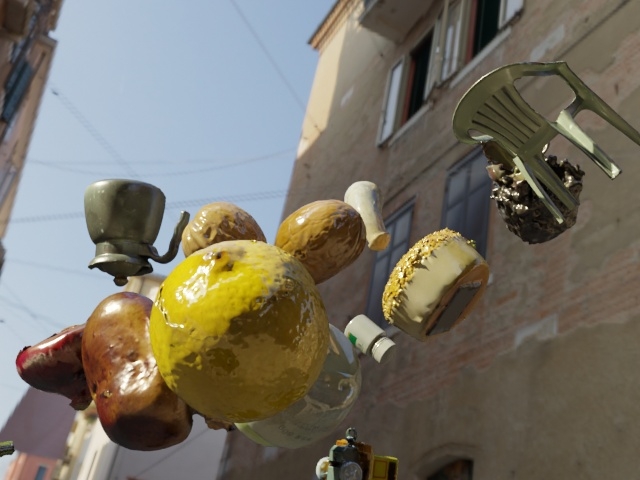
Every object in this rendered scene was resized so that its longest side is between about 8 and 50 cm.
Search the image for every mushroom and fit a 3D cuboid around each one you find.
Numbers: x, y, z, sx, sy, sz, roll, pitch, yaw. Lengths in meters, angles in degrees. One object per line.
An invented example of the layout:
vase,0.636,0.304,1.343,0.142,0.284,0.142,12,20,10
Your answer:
mushroom,0.123,-0.074,1.999,0.103,0.270,0.118,-38,-63,20
mushroom,-0.320,0.271,1.469,0.259,0.345,0.345,-12,-22,-23

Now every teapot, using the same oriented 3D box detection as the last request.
teapot,-0.514,-0.010,2.085,0.305,0.285,0.223,2,-13,-4

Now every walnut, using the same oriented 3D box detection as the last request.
walnut,-0.229,0.013,1.806,0.213,0.213,0.213,9,-30,5
walnut,0.000,0.000,1.572,0.207,0.167,0.167,-34,-47,15

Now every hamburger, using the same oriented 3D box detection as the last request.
hamburger,0.269,0.105,1.793,0.294,0.179,0.276,-3,-53,-54

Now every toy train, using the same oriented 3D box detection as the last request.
toy train,0.060,0.425,1.231,0.127,0.219,0.089,16,-18,-29

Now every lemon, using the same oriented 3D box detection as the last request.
lemon,-0.119,0.136,1.120,0.293,0.293,0.293,9,-30,5

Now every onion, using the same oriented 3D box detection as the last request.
onion,-0.540,0.283,1.685,0.272,0.195,0.272,-19,-9,-3

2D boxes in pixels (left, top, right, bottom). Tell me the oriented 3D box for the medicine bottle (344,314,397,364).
medicine bottle,0.133,0.261,1.945,0.130,0.080,0.080,39,-15,32

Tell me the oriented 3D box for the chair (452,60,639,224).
chair,0.391,-0.183,1.305,0.275,0.190,0.203,47,-51,10

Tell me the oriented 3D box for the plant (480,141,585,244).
plant,0.484,-0.117,1.679,0.178,0.204,0.234,-29,-49,-4

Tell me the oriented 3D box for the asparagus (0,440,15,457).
asparagus,-0.676,0.421,1.432,0.165,0.036,0.030,-11,-22,-38

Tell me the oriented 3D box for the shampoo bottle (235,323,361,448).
shampoo bottle,-0.067,0.362,1.901,0.322,0.322,0.317,28,-44,-25
